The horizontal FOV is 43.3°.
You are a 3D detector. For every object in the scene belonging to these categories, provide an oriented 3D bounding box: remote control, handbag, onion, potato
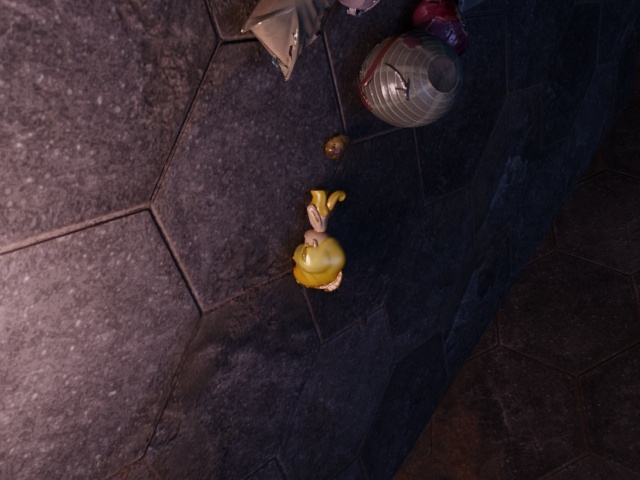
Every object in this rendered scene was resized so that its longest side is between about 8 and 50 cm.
[{"bbox_3d":[0.452,-0.700,2.274,0.229,0.044,0.073,-39,142,-42],"label":"remote control"},{"bbox_3d":[-0.044,-0.454,1.546,0.182,0.117,0.270,43,68,-46],"label":"handbag"},{"bbox_3d":[0.297,-0.530,2.031,0.177,0.154,0.177,-17,112,-51],"label":"onion"},{"bbox_3d":[0.043,-0.224,1.912,0.083,0.040,0.051,-37,143,-41],"label":"potato"}]

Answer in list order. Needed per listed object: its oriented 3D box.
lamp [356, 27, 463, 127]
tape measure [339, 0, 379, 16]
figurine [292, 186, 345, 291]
[{"bbox_3d":[0.207,-0.379,1.906,0.265,0.233,0.233,-41,141,-32],"label":"lamp"},{"bbox_3d":[0.087,-0.597,1.670,0.197,0.120,0.236,-63,156,-23],"label":"tape measure"},{"bbox_3d":[0.000,0.000,1.921,0.156,0.131,0.246,-29,123,-69],"label":"figurine"}]
